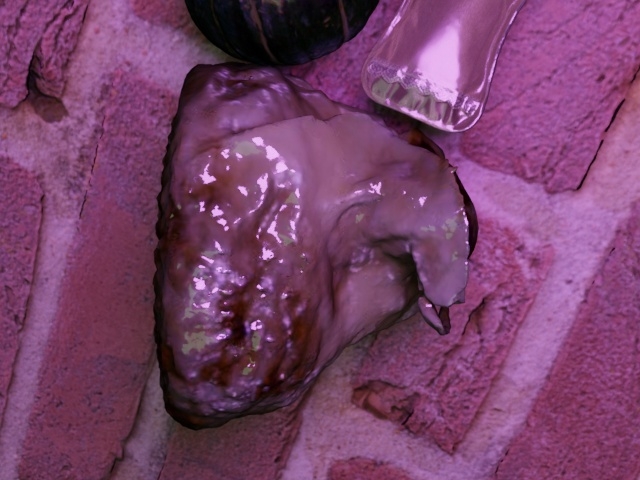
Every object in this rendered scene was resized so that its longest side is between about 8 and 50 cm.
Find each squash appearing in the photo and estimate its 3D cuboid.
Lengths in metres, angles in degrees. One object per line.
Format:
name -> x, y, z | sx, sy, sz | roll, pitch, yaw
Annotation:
squash -> -0.040, -0.274, 1.054 | 0.218, 0.218, 0.172 | -24, 136, 23

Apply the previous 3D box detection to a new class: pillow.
pillow -> 0.134, -0.220, 1.043 | 0.130, 0.033, 0.218 | 25, 88, 8

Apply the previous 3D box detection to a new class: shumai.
shumai -> 0.000, 0.000, 1.117 | 0.348, 0.395, 0.395 | 0, 113, -7
